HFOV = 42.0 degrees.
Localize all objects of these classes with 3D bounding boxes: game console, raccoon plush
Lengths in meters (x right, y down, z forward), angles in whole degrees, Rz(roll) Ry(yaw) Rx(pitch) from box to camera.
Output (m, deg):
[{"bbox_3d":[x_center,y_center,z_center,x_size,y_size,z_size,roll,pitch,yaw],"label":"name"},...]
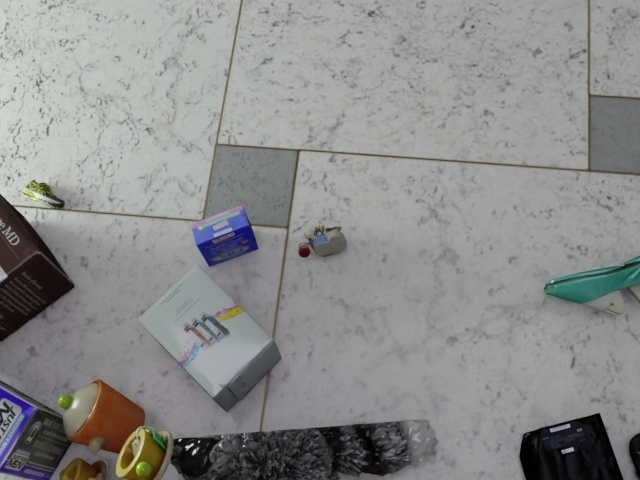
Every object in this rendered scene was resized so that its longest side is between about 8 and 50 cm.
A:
[{"bbox_3d":[0.488,0.347,1.220,0.361,0.044,0.213,-13,70,-1],"label":"game console"},{"bbox_3d":[-0.041,0.414,1.156,0.447,0.216,0.299,-5,77,2],"label":"raccoon plush"}]

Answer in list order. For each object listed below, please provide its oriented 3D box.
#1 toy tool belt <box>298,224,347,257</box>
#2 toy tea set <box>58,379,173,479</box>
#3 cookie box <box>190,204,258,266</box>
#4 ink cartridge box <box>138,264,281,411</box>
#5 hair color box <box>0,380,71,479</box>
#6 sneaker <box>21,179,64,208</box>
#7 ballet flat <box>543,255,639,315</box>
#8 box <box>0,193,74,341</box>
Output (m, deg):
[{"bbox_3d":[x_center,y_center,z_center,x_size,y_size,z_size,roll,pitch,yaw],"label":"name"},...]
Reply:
[{"bbox_3d":[0.000,0.000,1.390,0.083,0.052,0.051,-14,37,-5],"label":"toy tool belt"},{"bbox_3d":[-0.311,0.310,1.140,0.124,0.336,0.200,33,79,-26],"label":"toy tea set"},{"bbox_3d":[-0.155,-0.006,1.366,0.092,0.107,0.040,-21,69,-4],"label":"cookie box"},{"bbox_3d":[-0.166,0.154,1.294,0.127,0.128,0.176,-43,73,-12],"label":"ink cartridge box"},{"bbox_3d":[-0.555,0.235,1.261,0.339,0.185,0.110,24,73,13],"label":"hair color box"},{"bbox_3d":[-0.482,-0.083,1.460,0.083,0.031,0.035,21,71,12],"label":"sneaker"},{"bbox_3d":[0.480,0.070,1.309,0.247,0.083,0.087,-18,83,-1],"label":"ballet flat"},{"bbox_3d":[-0.545,0.051,1.340,0.203,0.167,0.168,-39,71,-11],"label":"box"}]
